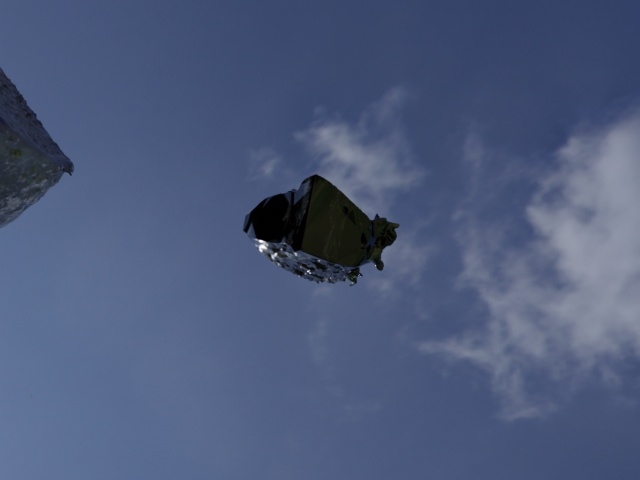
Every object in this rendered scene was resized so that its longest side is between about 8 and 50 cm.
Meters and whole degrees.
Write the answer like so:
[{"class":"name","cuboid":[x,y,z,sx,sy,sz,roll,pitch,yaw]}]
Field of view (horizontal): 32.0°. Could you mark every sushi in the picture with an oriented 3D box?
[{"class":"sushi","cuboid":[0.000,0.000,0.791,0.085,0.083,0.056,23,-112,-33]}]

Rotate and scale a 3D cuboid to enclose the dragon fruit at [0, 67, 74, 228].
[{"class":"dragon fruit","cuboid":[-0.364,-0.089,0.940,0.204,0.221,0.283,-40,-120,1]}]
